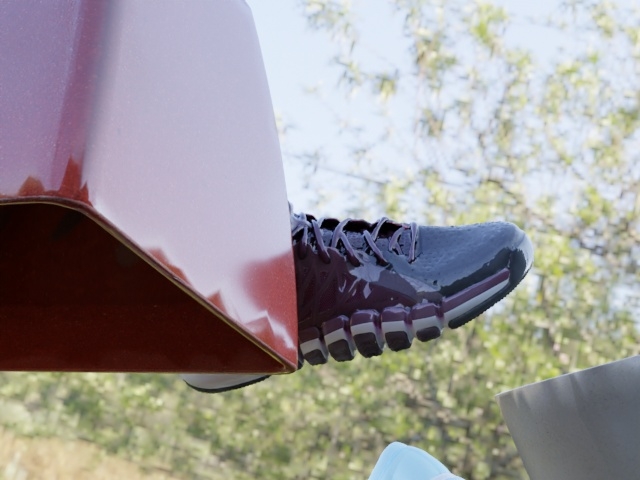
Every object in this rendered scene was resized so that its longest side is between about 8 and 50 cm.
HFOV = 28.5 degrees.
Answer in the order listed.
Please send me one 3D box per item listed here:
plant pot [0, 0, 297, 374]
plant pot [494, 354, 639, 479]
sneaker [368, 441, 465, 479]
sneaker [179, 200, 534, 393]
[{"bbox_3d":[-0.166,-0.072,0.742,0.267,0.236,0.267,-1,-22,22],"label":"plant pot"},{"bbox_3d":[0.310,0.234,1.085,0.256,0.274,0.256,-14,-9,-2],"label":"plant pot"},{"bbox_3d":[0.046,0.416,1.573,0.135,0.366,0.150,30,7,-47],"label":"sneaker"},{"bbox_3d":[0.000,0.000,0.905,0.281,0.162,0.106,-19,17,11],"label":"sneaker"}]
